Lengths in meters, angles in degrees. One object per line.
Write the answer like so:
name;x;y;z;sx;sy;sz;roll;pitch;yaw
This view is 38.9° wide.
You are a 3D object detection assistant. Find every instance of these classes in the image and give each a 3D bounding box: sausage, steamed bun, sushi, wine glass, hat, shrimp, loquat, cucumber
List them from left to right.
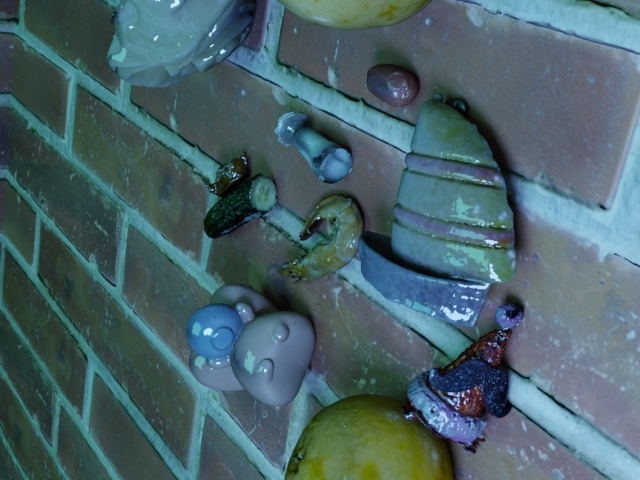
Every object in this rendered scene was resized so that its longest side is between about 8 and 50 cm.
steamed bun;-0.245;-0.440;1.728;0.394;0.238;0.346;-175;106;-84
sushi;-0.184;-0.133;1.833;0.055;0.052;0.120;61;143;8
cucumber;-0.167;-0.063;1.797;0.265;0.077;0.077;-23;75;54
wine glass;-0.014;-0.162;1.571;0.155;0.072;0.072;46;129;43
shrimp;-0.003;0.000;1.587;0.236;0.053;0.133;-36;66;47
loquat;0.073;0.364;1.374;0.263;0.263;0.262;9;101;54
sausage;0.110;-0.240;1.399;0.094;0.054;0.059;40;125;46
hat;0.221;0.187;1.268;0.140;0.129;0.227;33;109;1

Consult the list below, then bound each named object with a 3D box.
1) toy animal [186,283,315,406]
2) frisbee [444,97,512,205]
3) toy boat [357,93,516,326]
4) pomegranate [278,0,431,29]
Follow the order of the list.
toy animal;-0.119;0.193;1.673;0.221;0.229;0.209;20;81;11
frisbee;0.209;-0.089;1.310;0.187;0.012;0.210;36;122;46
toy boat;0.167;-0.019;1.278;0.276;0.111;0.293;47;127;42
pomegranate;0.038;-0.464;1.235;0.342;0.343;0.342;9;101;54
